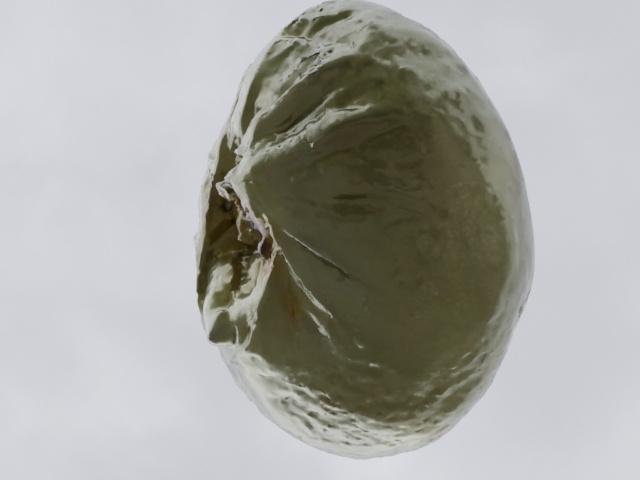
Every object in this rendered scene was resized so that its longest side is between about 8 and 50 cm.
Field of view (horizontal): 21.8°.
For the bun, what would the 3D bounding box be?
[{"bbox_3d":[0.000,0.000,0.784,0.127,0.222,0.222,-16,-60,-36],"label":"bun"}]
